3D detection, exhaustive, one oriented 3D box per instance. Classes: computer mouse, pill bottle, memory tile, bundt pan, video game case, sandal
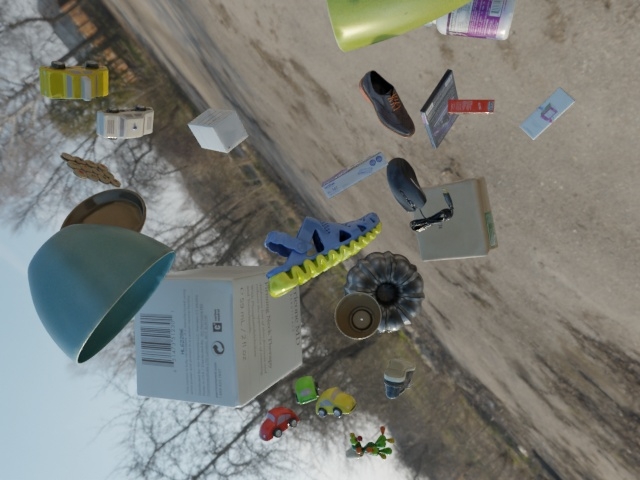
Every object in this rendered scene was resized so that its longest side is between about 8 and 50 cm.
[{"bbox_3d":[0.315,-0.153,1.525,0.184,0.060,0.262,-16,103,43],"label":"computer mouse"},{"bbox_3d":[0.493,-0.778,1.595,0.301,0.169,0.169,13,162,16],"label":"pill bottle"},{"bbox_3d":[-0.637,-0.196,1.318,0.113,0.012,0.148,44,-166,24],"label":"memory tile"},{"bbox_3d":[0.253,0.205,1.834,0.331,0.331,0.124,51,180,0],"label":"bundt pan"},{"bbox_3d":[0.477,-0.507,1.859,0.026,0.196,0.274,31,175,29],"label":"video game case"},{"bbox_3d":[0.000,0.000,1.079,0.138,0.317,0.126,60,156,8],"label":"sandal"}]

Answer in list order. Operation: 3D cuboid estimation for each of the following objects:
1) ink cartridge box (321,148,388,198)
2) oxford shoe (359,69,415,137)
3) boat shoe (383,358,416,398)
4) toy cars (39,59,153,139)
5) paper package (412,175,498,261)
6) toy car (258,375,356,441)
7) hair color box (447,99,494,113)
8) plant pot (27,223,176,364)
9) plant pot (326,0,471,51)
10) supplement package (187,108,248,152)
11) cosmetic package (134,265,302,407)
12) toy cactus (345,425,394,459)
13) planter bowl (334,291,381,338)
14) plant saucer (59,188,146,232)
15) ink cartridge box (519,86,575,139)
[{"bbox_3d":[0.102,-0.205,1.451,0.046,0.207,0.097,58,-170,-14],"label":"ink cartridge box"},{"bbox_3d":[0.239,-0.473,1.650,0.271,0.097,0.098,47,171,-5],"label":"oxford shoe"},{"bbox_3d":[0.264,0.457,1.577,0.095,0.079,0.254,8,-178,15],"label":"boat shoe"},{"bbox_3d":[-0.637,-0.401,1.413,0.087,0.176,0.394,37,176,27],"label":"toy cars"},{"bbox_3d":[0.566,-0.092,2.016,0.309,0.168,0.325,-7,96,39],"label":"paper package"},{"bbox_3d":[-0.038,0.388,1.172,0.225,0.239,0.053,-111,2,-83],"label":"toy car"},{"bbox_3d":[0.484,-0.429,1.524,0.072,0.141,0.043,-29,-58,-70],"label":"hair color box"},{"bbox_3d":[-0.473,0.079,0.980,0.195,0.290,0.290,37,175,-3],"label":"plant pot"},{"bbox_3d":[0.179,-0.575,1.028,0.275,0.293,0.275,-1,-90,-73],"label":"plant pot"},{"bbox_3d":[-0.355,-0.383,1.639,0.179,0.105,0.105,20,146,45],"label":"supplement package"},{"bbox_3d":[-0.281,0.249,1.384,0.393,0.327,0.329,-6,-86,-68],"label":"cosmetic package"},{"bbox_3d":[0.164,0.764,1.759,0.219,0.180,0.112,23,-137,-41],"label":"toy cactus"},{"bbox_3d":[0.139,0.272,1.670,0.162,0.162,0.109,48,177,22],"label":"planter bowl"},{"bbox_3d":[-0.660,-0.044,1.448,0.278,0.278,0.041,47,164,34],"label":"plant saucer"},{"bbox_3d":[0.551,-0.311,1.150,0.052,0.122,0.088,47,-149,5],"label":"ink cartridge box"}]
